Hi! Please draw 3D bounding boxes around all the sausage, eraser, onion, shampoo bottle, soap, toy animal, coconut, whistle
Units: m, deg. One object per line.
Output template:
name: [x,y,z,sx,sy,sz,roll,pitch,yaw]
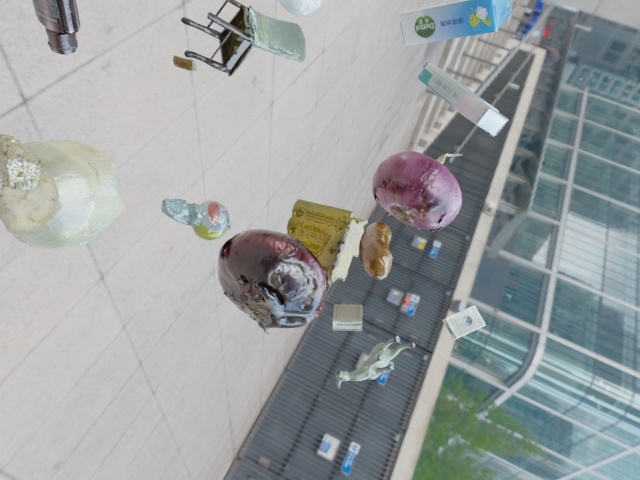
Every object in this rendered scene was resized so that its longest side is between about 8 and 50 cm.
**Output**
sausage: [0.174,0.027,1.467,0.270,0.109,0.109,-80,-171,-65]
eraser: [0.326,-0.332,1.094,0.095,0.225,0.052,11,124,-43]
onion: [-0.122,0.088,1.231,0.314,0.314,0.232,100,13,-53]
onion: [0.378,-0.214,1.860,0.358,0.358,0.345,87,11,-69]
shampoo bottle: [-0.677,-0.632,1.190,0.084,0.129,0.323,-60,174,-37]
soap: [0.000,0.000,1.733,0.143,0.281,0.259,20,89,-54]
toy animal: [0.150,0.344,1.338,0.217,0.073,0.176,-28,177,-44]
coconut: [-0.812,-0.144,1.498,0.360,0.346,0.346,-30,143,-78]
toy animal: [-0.129,-0.891,1.623,0.174,0.289,0.249,-55,-176,25]
whistle: [-0.348,-0.073,1.360,0.223,0.123,0.123,22,93,-42]

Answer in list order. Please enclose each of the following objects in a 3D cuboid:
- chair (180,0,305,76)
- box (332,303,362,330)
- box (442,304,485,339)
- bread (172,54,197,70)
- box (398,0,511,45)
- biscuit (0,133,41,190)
chair: [-0.224,-0.593,1.388,0.186,0.319,0.160,-33,-120,42]
box: [0.073,0.206,1.268,0.083,0.079,0.035,-74,163,-64]
box: [0.336,0.192,1.102,0.083,0.054,0.024,-21,159,-13]
bread: [-0.516,-0.673,1.791,0.047,0.083,0.036,102,3,-68]
box: [0.282,-0.476,0.980,0.139,0.194,0.073,-52,135,-38]
biscuit: [-0.649,-0.168,1.001,0.070,0.168,0.082,6,112,-46]
